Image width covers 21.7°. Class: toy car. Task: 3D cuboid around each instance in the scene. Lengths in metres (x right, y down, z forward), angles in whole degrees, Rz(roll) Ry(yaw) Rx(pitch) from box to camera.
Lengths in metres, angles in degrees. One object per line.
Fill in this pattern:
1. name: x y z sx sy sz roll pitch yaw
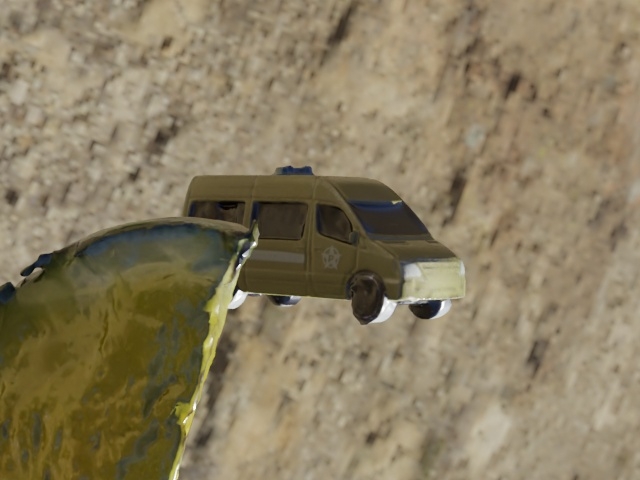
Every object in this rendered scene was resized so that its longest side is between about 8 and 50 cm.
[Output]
1. toy car: 0.000 0.000 1.395 0.101 0.256 0.124 -2 93 -50

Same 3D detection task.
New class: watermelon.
1. watermelon: -0.094 0.119 0.635 0.123 0.129 0.301 8 104 -39
